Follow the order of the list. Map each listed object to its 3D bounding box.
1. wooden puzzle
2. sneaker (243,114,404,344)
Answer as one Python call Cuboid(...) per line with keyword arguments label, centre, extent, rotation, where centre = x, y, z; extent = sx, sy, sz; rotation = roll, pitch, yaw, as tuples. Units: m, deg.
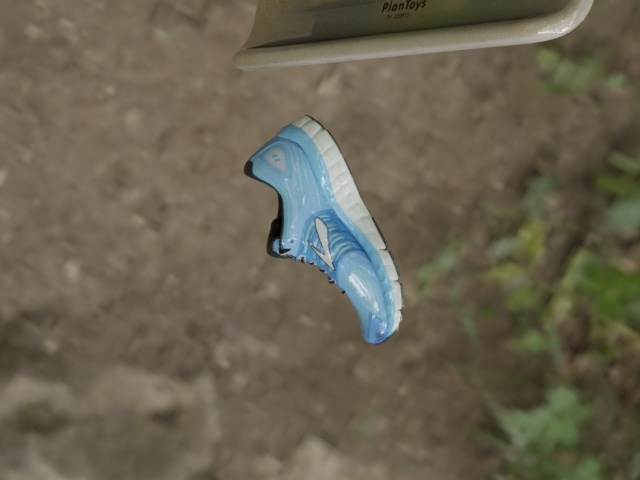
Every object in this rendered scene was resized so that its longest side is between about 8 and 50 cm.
Cuboid(label="wooden puzzle", centre=(0.066, -0.286, 1.299), extent=(0.080, 0.322, 0.347), rotation=(22, 76, -37))
Cuboid(label="sneaker", centre=(0.000, 0.000, 1.325), extent=(0.073, 0.162, 0.063), rotation=(-28, -170, -6))
